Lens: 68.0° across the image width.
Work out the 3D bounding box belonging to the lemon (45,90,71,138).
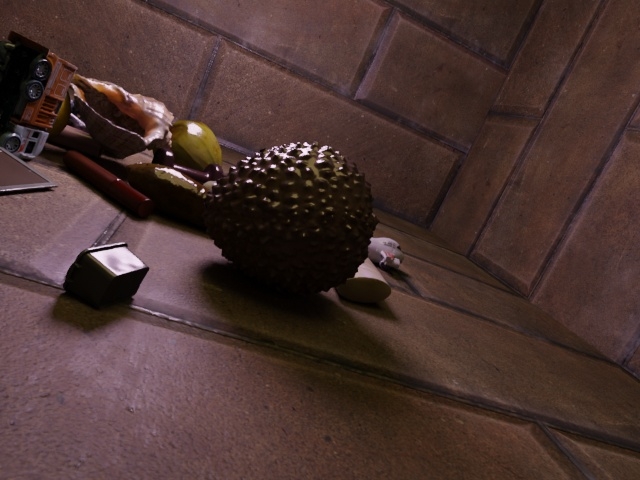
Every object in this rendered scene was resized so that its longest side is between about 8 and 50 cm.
[{"bbox_3d":[-0.869,-0.419,1.417,0.241,0.240,0.219,21,20,-16],"label":"lemon"}]

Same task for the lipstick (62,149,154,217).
[{"bbox_3d":[-0.588,-0.161,1.303,0.357,0.057,0.057,29,13,26],"label":"lipstick"}]

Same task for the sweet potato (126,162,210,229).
[{"bbox_3d":[-0.354,-0.106,1.352,0.423,0.130,0.130,24,12,-15],"label":"sweet potato"}]

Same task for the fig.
[{"bbox_3d":[-0.492,-0.320,1.804,0.271,0.240,0.239,52,11,-6],"label":"fig"}]

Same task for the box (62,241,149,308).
[{"bbox_3d":[-0.349,0.058,0.786,0.069,0.084,0.122,36,15,8],"label":"box"}]

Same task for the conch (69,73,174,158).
[{"bbox_3d":[-0.649,-0.371,1.538,0.353,0.209,0.297,16,27,-29],"label":"conch"}]

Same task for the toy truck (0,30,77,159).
[{"bbox_3d":[-0.774,-0.363,1.245,0.136,0.305,0.162,27,5,9],"label":"toy truck"}]

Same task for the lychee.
[{"bbox_3d":[-0.063,-0.049,1.145,0.433,0.379,0.380,0,19,-16],"label":"lychee"}]

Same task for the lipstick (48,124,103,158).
[{"bbox_3d":[-0.851,-0.350,1.566,0.255,0.070,0.070,21,13,-17],"label":"lipstick"}]

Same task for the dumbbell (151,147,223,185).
[{"bbox_3d":[-0.452,-0.219,1.605,0.226,0.140,0.124,15,-14,-38],"label":"dumbbell"}]

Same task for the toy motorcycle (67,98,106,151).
[{"bbox_3d":[-0.836,-0.412,1.679,0.188,0.143,0.327,-13,-34,39],"label":"toy motorcycle"}]

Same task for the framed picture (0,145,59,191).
[{"bbox_3d":[-0.782,-0.189,1.059,0.296,0.019,0.232,34,13,3],"label":"framed picture"}]

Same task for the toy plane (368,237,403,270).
[{"bbox_3d":[0.220,0.032,1.861,0.252,0.118,0.252,26,13,-6],"label":"toy plane"}]

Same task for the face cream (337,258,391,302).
[{"bbox_3d":[0.099,0.092,1.454,0.174,0.081,0.348,13,15,-14],"label":"face cream"}]

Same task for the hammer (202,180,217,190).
[{"bbox_3d":[-0.249,-0.079,1.530,0.202,0.113,0.305,4,31,-49],"label":"hammer"}]
